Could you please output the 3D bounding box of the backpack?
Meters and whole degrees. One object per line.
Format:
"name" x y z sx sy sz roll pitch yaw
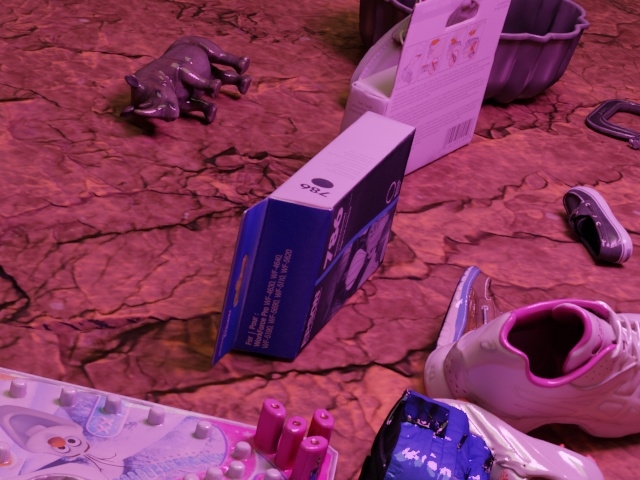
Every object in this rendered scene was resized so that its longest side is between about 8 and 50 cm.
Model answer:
"backpack" 0.083 0.190 1.384 0.101 0.098 0.120 19 25 5

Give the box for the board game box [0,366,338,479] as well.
"board game box" -0.191 0.199 1.295 0.390 0.050 0.390 13 25 1

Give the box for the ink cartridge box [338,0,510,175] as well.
"ink cartridge box" 0.125 -0.199 2.048 0.060 0.239 0.275 25 28 24

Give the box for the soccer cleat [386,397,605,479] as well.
"soccer cleat" 0.146 0.187 1.460 0.196 0.068 0.076 19 29 6

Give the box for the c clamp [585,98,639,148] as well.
"c clamp" 0.435 -0.157 2.369 0.137 0.022 0.161 14 26 16

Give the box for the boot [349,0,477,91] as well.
"boot" 0.128 -0.271 2.177 0.095 0.258 0.123 44 -2 21

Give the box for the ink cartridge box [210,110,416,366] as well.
"ink cartridge box" 0.000 0.000 1.664 0.065 0.165 0.332 21 27 14

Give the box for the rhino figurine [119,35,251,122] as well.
"rhino figurine" -0.171 -0.186 2.084 0.106 0.073 0.243 22 28 12

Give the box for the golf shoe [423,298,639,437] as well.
"golf shoe" 0.248 0.109 1.559 0.306 0.140 0.115 -6 63 -29

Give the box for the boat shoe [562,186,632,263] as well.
"boat shoe" 0.310 -0.021 1.989 0.040 0.049 0.142 1 30 -23

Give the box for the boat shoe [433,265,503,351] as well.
"boat shoe" 0.149 0.092 1.670 0.066 0.066 0.183 20 36 4

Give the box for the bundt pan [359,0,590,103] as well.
"bundt pan" 0.199 -0.289 2.408 0.331 0.124 0.331 11 24 -5
